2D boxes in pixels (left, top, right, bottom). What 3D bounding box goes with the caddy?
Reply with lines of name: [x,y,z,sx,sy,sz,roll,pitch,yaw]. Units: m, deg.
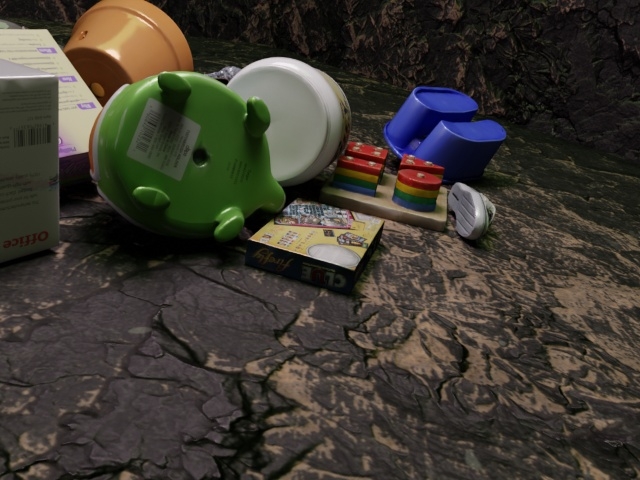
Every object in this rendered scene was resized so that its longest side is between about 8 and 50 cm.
caddy: [0.319,-0.262,1.675,0.341,0.179,0.241,-11,54,-45]

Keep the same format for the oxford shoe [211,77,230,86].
oxford shoe: [-0.259,-0.239,1.152,0.097,0.098,0.271,53,37,-11]

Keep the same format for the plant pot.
plant pot: [-0.461,-0.380,1.457,0.290,0.291,0.204,13,37,5]

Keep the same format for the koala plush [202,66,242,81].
koala plush: [-0.269,-0.260,1.365,0.203,0.197,0.221,0,20,11]

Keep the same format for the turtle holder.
turtle holder: [-0.197,-0.130,0.987,0.320,0.244,0.227,-12,13,-39]

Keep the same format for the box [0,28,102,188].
box: [-0.476,-0.203,1.021,0.243,0.117,0.213,54,28,0]

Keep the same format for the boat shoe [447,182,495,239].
boat shoe: [0.315,-0.062,1.284,0.075,0.083,0.226,16,26,-5]

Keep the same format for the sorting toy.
sorting toy: [0.149,-0.128,1.359,0.255,0.090,0.257,14,21,6]

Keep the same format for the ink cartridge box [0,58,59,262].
ink cartridge box: [-0.444,-0.100,0.787,0.168,0.233,0.171,20,23,27]

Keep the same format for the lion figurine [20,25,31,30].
lion figurine: [-0.803,-0.395,1.451,0.142,0.240,0.392,43,17,25]

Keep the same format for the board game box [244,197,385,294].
board game box: [0.000,0.000,1.025,0.164,0.042,0.243,16,22,11]

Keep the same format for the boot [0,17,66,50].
boot: [-0.852,-0.538,1.809,0.337,0.118,0.223,9,22,-18]

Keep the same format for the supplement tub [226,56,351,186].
supplement tub: [-0.067,-0.230,1.252,0.235,0.236,0.325,13,13,4]
